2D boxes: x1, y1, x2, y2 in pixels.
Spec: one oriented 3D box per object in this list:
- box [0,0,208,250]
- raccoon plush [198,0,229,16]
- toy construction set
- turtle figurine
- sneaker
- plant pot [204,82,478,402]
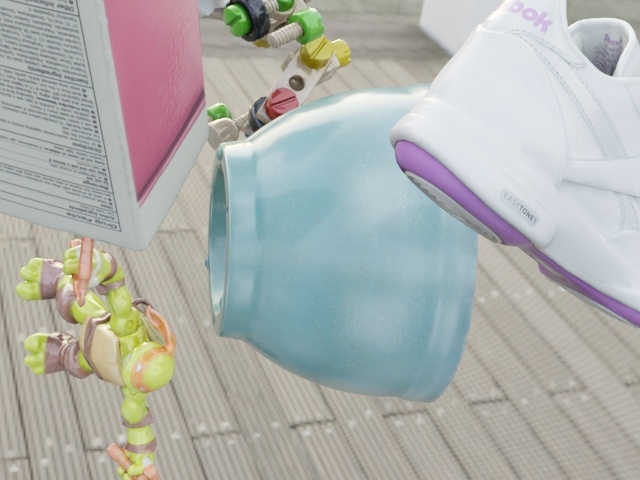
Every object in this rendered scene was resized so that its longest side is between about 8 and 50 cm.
[{"bbox_3d":[-0.166,-0.126,0.674,0.148,0.232,0.127,15,52,10],"label":"box"},{"bbox_3d":[-0.229,-0.386,0.935,0.299,0.446,0.216,-14,-27,36],"label":"raccoon plush"},{"bbox_3d":[-0.044,-0.240,1.302,0.237,0.309,0.257,-33,59,-28],"label":"toy construction set"},{"bbox_3d":[-0.178,0.074,0.866,0.087,0.270,0.217,-26,26,-31],"label":"turtle figurine"},{"bbox_3d":[0.179,-0.040,0.644,0.305,0.152,0.114,30,2,-44],"label":"sneaker"},{"bbox_3d":[0.000,0.000,0.945,0.196,0.293,0.293,1,31,-13],"label":"plant pot"}]
